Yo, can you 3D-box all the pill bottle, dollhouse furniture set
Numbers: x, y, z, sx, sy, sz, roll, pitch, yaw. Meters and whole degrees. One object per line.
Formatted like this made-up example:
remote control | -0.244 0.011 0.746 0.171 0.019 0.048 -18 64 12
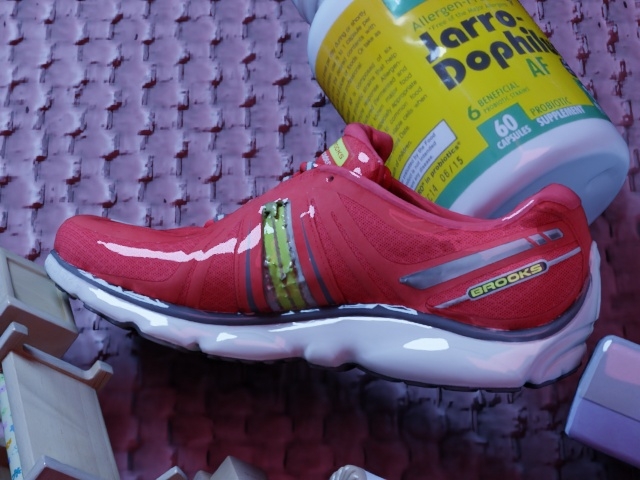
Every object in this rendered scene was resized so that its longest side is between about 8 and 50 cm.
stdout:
pill bottle | 0.065 -0.091 0.856 0.118 0.117 0.208 -25 64 -15
dollhouse furniture set | -0.109 0.118 0.775 0.161 0.101 0.182 29 18 -31

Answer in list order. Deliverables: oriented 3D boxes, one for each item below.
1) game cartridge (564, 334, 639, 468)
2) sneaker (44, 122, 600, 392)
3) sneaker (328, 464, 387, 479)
game cartridge | 0.277 0.132 0.677 0.355 0.230 0.068 23 94 11
sneaker | 0.000 0.000 0.771 0.279 0.107 0.118 6 94 17
sneaker | 0.040 0.251 0.661 0.153 0.099 0.282 22 69 -14
